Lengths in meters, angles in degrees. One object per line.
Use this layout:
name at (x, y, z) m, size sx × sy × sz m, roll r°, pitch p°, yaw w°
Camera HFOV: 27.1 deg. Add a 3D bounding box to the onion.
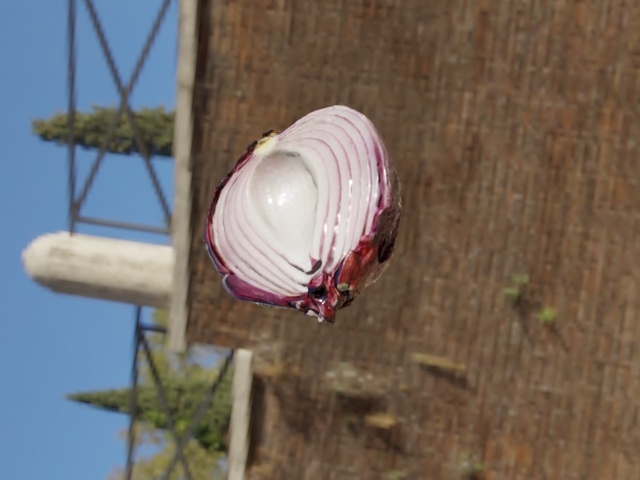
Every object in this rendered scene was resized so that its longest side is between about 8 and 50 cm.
onion at (0.000, 0.000, 1.419) m, size 0.120 × 0.227 × 0.284 m, roll 42°, pitch -157°, yaw -40°
